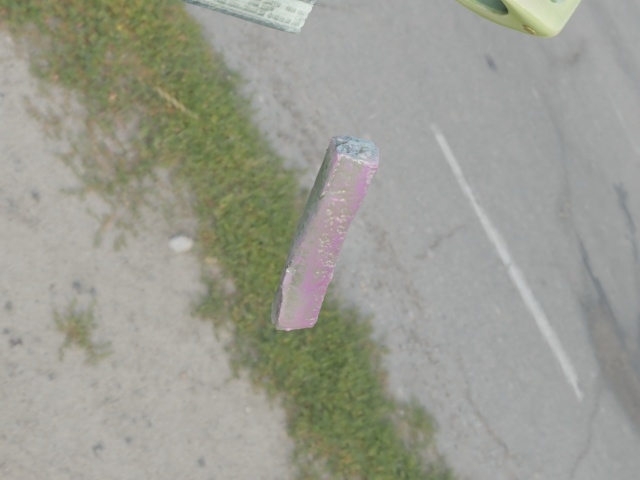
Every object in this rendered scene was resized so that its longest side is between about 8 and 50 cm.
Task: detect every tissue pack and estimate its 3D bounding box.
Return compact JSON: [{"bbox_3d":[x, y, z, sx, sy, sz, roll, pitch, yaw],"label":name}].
[{"bbox_3d":[-0.150,-0.394,1.491,0.257,0.081,0.185,7,38,-40],"label":"tissue pack"}]

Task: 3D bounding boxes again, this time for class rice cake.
[{"bbox_3d":[0.000,0.000,0.888,0.047,0.207,0.036,13,37,-13],"label":"rice cake"}]

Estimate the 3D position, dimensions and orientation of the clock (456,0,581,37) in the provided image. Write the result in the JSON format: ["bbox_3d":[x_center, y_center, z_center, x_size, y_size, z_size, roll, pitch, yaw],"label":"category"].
[{"bbox_3d":[0.265,-0.495,1.794,0.348,0.117,0.286,33,5,-35],"label":"clock"}]
